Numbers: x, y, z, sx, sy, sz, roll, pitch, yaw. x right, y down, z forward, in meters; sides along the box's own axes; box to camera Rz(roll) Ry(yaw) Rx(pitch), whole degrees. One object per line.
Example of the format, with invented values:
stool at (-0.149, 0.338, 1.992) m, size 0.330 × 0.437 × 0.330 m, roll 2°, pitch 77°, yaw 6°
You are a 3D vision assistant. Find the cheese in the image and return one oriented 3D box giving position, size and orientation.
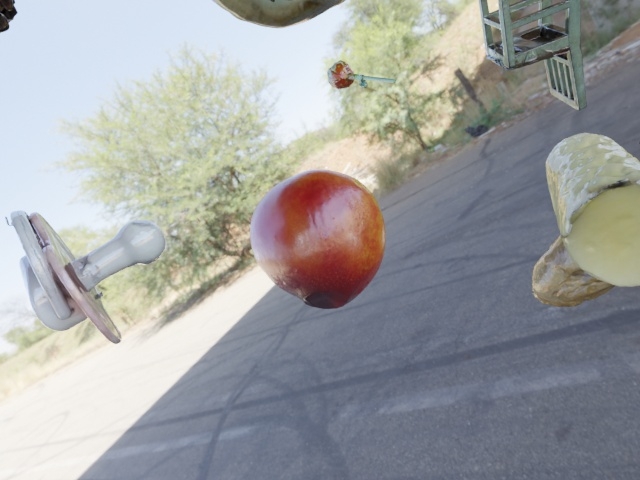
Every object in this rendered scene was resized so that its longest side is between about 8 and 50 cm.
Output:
cheese at (0.295, -0.038, 0.434) m, size 0.094 × 0.123 × 0.167 m, roll -26°, pitch 16°, yaw 29°

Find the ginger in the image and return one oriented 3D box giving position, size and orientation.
ginger at (0.491, 0.001, 0.695) m, size 0.354 × 0.190 × 0.126 m, roll 116°, pitch 177°, yaw -46°

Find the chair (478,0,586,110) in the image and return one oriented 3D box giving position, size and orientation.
chair at (0.422, -0.381, 0.827) m, size 0.147 × 0.270 × 0.136 m, roll -18°, pitch 35°, yaw 12°

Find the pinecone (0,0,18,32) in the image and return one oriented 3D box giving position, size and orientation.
pinecone at (-0.575, -0.419, 0.651) m, size 0.163 × 0.165 × 0.163 m, roll -16°, pitch -33°, yaw -11°

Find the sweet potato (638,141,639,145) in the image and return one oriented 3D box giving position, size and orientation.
sweet potato at (0.631, -0.068, 0.676) m, size 0.098 × 0.310 × 0.124 m, roll -36°, pitch 0°, yaw 18°

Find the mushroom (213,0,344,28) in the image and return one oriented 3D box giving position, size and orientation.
mushroom at (-0.077, -0.534, 0.707) m, size 0.352 × 0.352 × 0.260 m, roll -25°, pitch 48°, yaw 41°

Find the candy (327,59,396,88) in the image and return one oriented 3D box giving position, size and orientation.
candy at (0.122, -0.482, 1.214) m, size 0.084 × 0.078 × 0.288 m, roll -50°, pitch 41°, yaw -8°

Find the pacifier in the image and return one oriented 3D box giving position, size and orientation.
pacifier at (-0.452, 0.058, 0.799) m, size 0.273 × 0.220 × 0.332 m, roll 2°, pitch 24°, yaw -44°

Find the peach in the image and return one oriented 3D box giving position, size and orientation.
peach at (0.000, 0.000, 1.143) m, size 0.388 × 0.388 × 0.388 m, roll -33°, pitch 10°, yaw 6°
